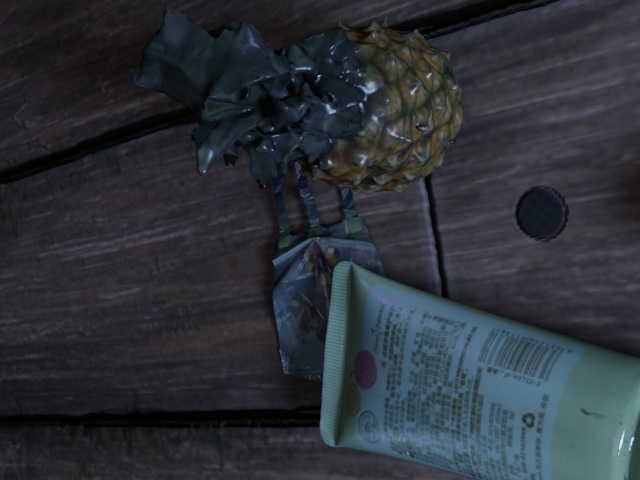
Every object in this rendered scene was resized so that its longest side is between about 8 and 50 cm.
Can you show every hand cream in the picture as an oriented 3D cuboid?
[{"bbox_3d":[0.118,0.108,0.565,0.305,0.093,0.147,10,99,39],"label":"hand cream"}]

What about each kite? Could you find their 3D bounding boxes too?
[{"bbox_3d":[-0.001,0.000,0.694,0.141,0.015,0.245,-13,88,35],"label":"kite"}]

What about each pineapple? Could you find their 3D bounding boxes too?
[{"bbox_3d":[-0.006,-0.090,0.543,0.128,0.248,0.128,3,96,34],"label":"pineapple"}]
